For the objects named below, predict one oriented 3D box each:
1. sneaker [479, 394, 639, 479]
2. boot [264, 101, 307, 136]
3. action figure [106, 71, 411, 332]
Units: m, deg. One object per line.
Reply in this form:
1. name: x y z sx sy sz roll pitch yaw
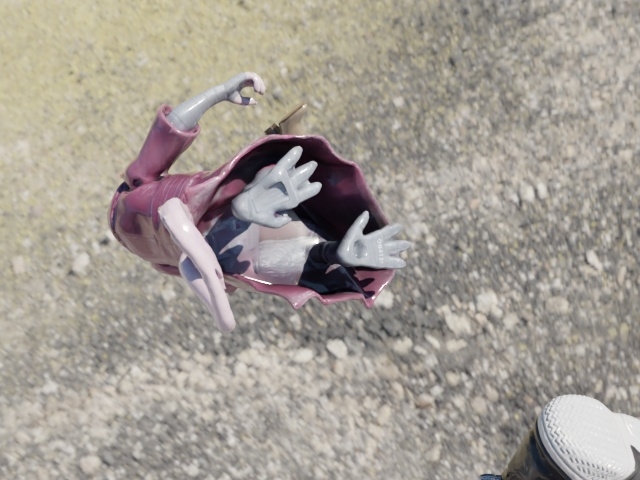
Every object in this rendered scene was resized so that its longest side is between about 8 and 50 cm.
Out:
1. sneaker: 0.284 0.253 1.069 0.153 0.268 0.101 -47 23 35
2. boot: -0.037 -0.166 1.785 0.118 0.087 0.042 -30 14 47
3. action figure: -0.107 -0.002 1.057 0.370 0.248 0.276 5 34 45
